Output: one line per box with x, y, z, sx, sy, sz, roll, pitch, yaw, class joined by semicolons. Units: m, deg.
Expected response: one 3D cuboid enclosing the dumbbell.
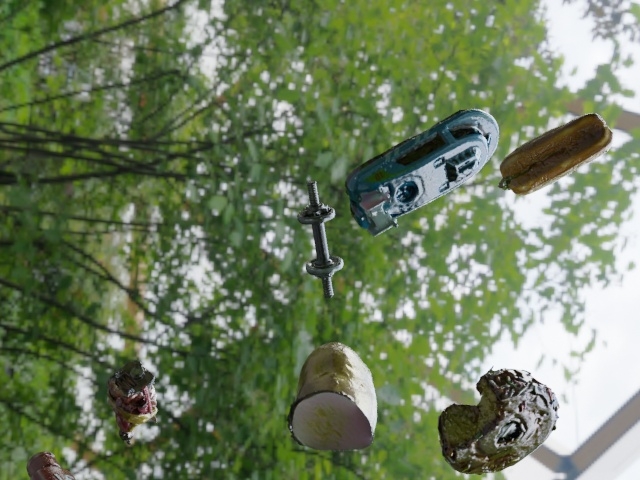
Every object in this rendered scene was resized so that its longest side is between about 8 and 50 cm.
0.000;0.000;1.792;0.081;0.081;0.254;-132;-148;-67;dumbbell

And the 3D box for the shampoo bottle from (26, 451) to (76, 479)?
-0.584;0.595;1.978;0.314;0.118;0.076;32;-84;47;shampoo bottle

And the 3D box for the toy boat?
0.191;-0.111;1.460;0.092;0.298;0.134;48;-17;46;toy boat

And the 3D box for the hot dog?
0.477;-0.173;1.782;0.104;0.250;0.076;61;12;10;hot dog

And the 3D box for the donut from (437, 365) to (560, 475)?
0.322;0.323;1.574;0.230;0.216;0.096;-62;-144;24;donut

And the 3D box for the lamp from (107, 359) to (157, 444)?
-0.439;0.391;2.054;0.253;0.118;0.118;93;-10;-47;lamp

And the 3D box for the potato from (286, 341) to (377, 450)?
0.042;0.359;2.087;0.266;0.229;0.229;-71;179;-54;potato
